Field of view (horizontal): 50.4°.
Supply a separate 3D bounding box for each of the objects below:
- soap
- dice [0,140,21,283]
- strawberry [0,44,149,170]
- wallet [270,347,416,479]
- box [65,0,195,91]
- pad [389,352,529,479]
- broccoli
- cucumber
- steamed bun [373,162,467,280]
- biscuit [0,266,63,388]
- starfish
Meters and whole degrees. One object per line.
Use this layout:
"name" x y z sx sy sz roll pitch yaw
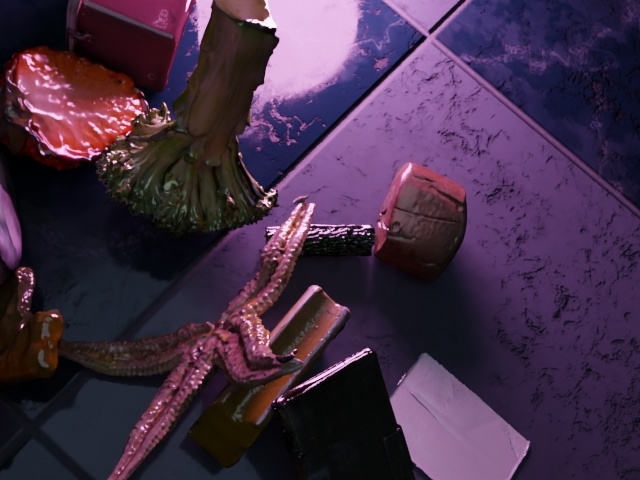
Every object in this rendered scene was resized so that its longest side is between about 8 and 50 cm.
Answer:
"soap" -0.073 0.193 0.951 0.080 0.160 0.257 39 64 4
"dice" -0.578 -0.083 0.833 0.348 0.330 0.328 -12 72 -20
"strawberry" -0.390 -0.193 1.053 0.236 0.111 0.190 -13 86 -48
"wallet" 0.049 0.318 0.921 0.169 0.044 0.317 -25 106 -27
"box" -0.296 -0.400 1.122 0.167 0.193 0.294 19 64 -16
"pad" 0.206 0.303 1.068 0.232 0.004 0.156 41 65 3
"broccoli" -0.182 -0.176 0.958 0.251 0.362 0.221 7 38 3
"cucumber" 0.000 -0.001 1.107 0.187 0.058 0.058 -1 69 -16
"steamed bun" 0.167 -0.028 1.141 0.144 0.106 0.175 22 78 -11
"biscuit" -0.391 0.110 0.902 0.039 0.183 0.174 27 59 -43
"starfish" -0.157 0.119 0.902 0.397 0.384 0.132 -22 114 2
